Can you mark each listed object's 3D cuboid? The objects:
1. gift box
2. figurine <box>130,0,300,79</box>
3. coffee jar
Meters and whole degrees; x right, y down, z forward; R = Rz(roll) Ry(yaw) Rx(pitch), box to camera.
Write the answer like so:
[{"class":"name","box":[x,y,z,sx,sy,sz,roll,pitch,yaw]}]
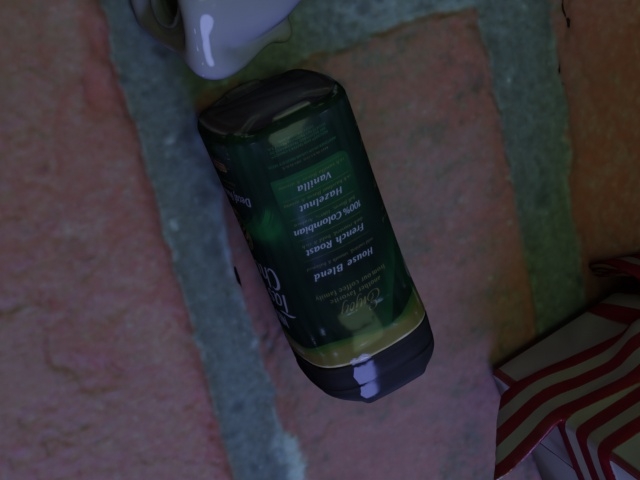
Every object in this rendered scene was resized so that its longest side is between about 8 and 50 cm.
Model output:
[{"class":"gift box","box":[0.272,0.152,0.798,0.276,0.255,0.258,-32,116,-18]},{"class":"figurine","box":[-0.012,-0.217,0.668,0.209,0.092,0.214,-24,113,-22]},{"class":"coffee jar","box":[0.000,0.000,0.721,0.079,0.096,0.184,-27,112,-13]}]
